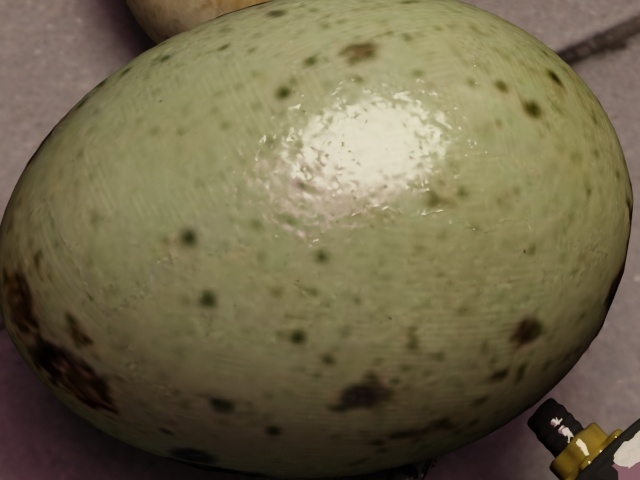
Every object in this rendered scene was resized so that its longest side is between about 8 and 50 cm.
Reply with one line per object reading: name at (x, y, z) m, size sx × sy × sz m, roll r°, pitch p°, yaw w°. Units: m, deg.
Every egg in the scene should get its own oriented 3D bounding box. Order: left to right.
egg at (0.000, 0.000, 1.062) m, size 0.379 × 0.287 × 0.288 m, roll -20°, pitch 64°, yaw -10°

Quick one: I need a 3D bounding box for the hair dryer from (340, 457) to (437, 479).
hair dryer at (0.060, 0.136, 1.134) m, size 0.071 × 0.047 × 0.150 m, roll 25°, pitch 51°, yaw 6°

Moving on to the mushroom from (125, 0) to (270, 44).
mushroom at (-0.022, -0.197, 1.234) m, size 0.253 × 0.195 × 0.189 m, roll 2°, pitch 62°, yaw -7°

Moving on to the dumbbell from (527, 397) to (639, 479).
dumbbell at (0.257, 0.238, 1.027) m, size 0.185 × 0.185 × 0.388 m, roll -33°, pitch 69°, yaw -27°
